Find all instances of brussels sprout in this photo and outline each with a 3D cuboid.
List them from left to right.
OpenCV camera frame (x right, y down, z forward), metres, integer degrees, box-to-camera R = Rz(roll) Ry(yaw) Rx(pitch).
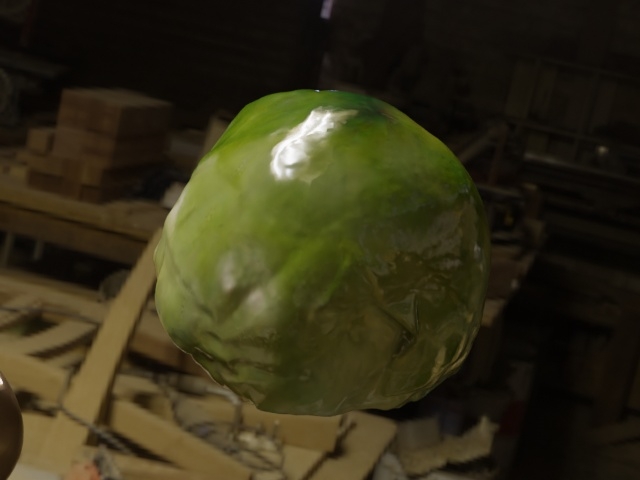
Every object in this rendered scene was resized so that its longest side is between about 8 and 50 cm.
[{"bbox_3d":[0.004,-0.003,0.533,0.151,0.122,0.149,13,26,-4],"label":"brussels sprout"}]

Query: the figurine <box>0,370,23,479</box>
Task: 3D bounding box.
[{"bbox_3d":[-0.336,0.093,0.621,0.401,0.387,0.268,-29,-12,35],"label":"figurine"}]
